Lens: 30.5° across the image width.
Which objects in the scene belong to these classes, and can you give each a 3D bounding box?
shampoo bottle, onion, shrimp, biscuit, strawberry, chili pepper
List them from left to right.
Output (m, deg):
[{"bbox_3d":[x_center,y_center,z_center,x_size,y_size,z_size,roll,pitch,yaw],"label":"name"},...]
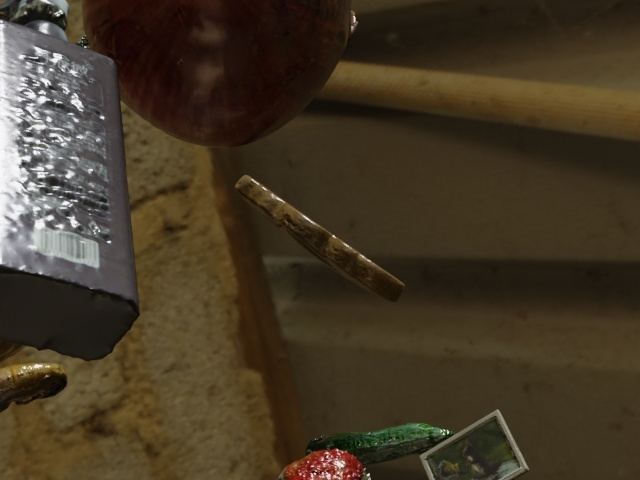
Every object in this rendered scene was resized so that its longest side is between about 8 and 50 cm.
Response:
[{"bbox_3d":[-0.513,0.250,1.791,0.117,0.262,0.066,76,-3,-54],"label":"shrimp"},{"bbox_3d":[-0.179,-0.066,0.766,0.071,0.098,0.309,-52,-145,34],"label":"shampoo bottle"},{"bbox_3d":[-0.127,-0.297,1.485,0.353,0.353,0.354,21,-58,39],"label":"onion"},{"bbox_3d":[-0.006,-0.003,1.676,0.320,0.183,0.047,36,-91,22],"label":"biscuit"},{"bbox_3d":[0.003,0.277,1.310,0.106,0.106,0.106,21,-58,39],"label":"strawberry"},{"bbox_3d":[0.088,0.293,1.666,0.227,0.088,0.059,-16,-95,31],"label":"chili pepper"}]

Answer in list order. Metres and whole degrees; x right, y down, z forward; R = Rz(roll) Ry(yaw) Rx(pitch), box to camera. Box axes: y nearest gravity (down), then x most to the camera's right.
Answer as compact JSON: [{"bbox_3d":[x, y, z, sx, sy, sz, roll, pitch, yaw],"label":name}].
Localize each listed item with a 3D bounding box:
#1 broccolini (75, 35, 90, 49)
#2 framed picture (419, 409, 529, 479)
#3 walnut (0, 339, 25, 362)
[{"bbox_3d":[-0.259,-0.295,1.702,0.058,0.201,0.074,62,-13,4],"label":"broccolini"},{"bbox_3d":[0.139,0.203,1.067,0.089,0.006,0.066,-34,-127,16],"label":"framed picture"},{"bbox_3d":[-0.387,-0.014,1.185,0.306,0.306,0.344,46,-75,22],"label":"walnut"}]
